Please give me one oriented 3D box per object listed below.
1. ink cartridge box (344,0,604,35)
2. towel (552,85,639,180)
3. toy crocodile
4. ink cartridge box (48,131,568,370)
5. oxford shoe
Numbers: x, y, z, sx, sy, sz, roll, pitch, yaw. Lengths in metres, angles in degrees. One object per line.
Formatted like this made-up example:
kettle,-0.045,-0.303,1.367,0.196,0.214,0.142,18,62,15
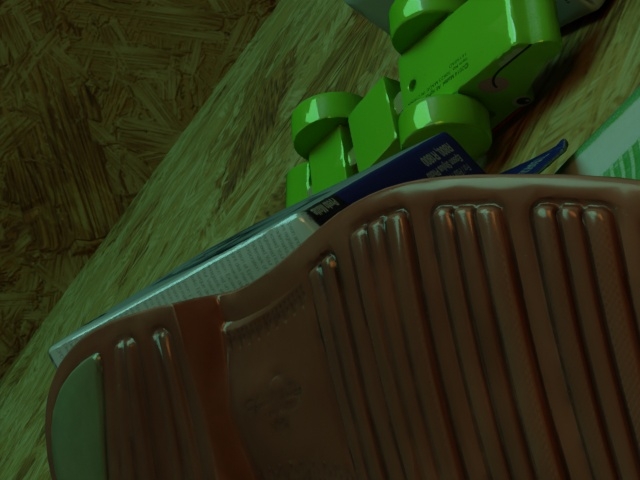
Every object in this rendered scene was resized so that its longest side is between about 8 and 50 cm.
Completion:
ink cartridge box,0.155,-0.258,1.396,0.211,0.121,0.289,-57,11,-13
towel,0.120,0.046,0.895,0.248,0.038,0.325,-46,15,38
toy crocodile,0.067,-0.079,1.335,0.340,0.105,0.115,-43,44,45
ink cartridge box,0.000,0.000,0.961,0.224,0.045,0.223,-26,3,24
oxford shoe,0.056,0.050,0.747,0.397,0.146,0.140,-11,86,45
